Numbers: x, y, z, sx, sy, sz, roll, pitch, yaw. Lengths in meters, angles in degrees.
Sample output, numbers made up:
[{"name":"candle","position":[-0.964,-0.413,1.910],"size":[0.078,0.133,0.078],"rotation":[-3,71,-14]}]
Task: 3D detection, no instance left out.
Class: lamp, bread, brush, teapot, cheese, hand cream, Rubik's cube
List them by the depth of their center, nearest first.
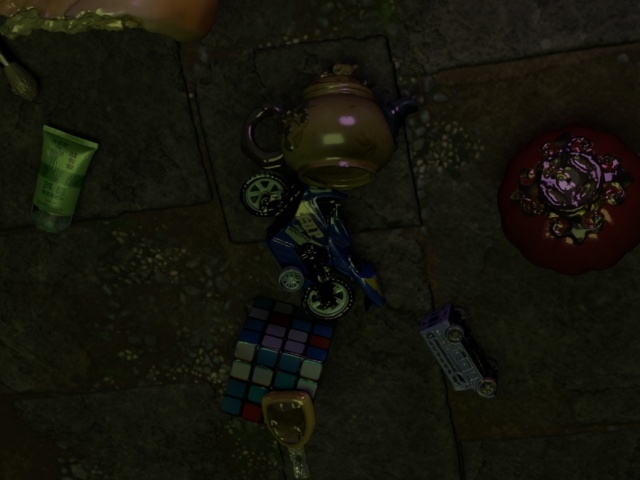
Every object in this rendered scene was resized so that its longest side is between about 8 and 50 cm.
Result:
[{"name":"bread","position":[-0.337,-0.405,1.494],"size":[0.423,0.329,0.245],"rotation":[19,117,12]},{"name":"lamp","position":[0.377,-0.057,1.631],"size":[0.226,0.227,0.227],"rotation":[3,116,7]},{"name":"teapot","position":[0.013,-0.179,1.656],"size":[0.269,0.173,0.183],"rotation":[-1,77,7]},{"name":"brush","position":[-0.542,-0.342,1.718],"size":[0.042,0.039,0.299],"rotation":[-30,107,21]},{"name":"cheese","position":[-0.044,0.318,1.786],"size":[0.086,0.036,0.163],"rotation":[-5,114,12]},{"name":"hand cream","position":[-0.432,-0.096,1.813],"size":[0.095,0.046,0.175],"rotation":[20,115,1]},{"name":"Rubik's cube","position":[-0.068,0.208,1.844],"size":[0.151,0.154,0.155],"rotation":[16,116,1]}]

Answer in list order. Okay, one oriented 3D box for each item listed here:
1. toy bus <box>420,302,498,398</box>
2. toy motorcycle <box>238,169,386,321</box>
[{"name":"toy bus","position":[0.236,0.192,1.839],"size":[0.076,0.073,0.167],"rotation":[-26,106,22]},{"name":"toy motorcycle","position":[0.000,0.000,1.764],"size":[0.168,0.113,0.315],"rotation":[-25,119,9]}]
